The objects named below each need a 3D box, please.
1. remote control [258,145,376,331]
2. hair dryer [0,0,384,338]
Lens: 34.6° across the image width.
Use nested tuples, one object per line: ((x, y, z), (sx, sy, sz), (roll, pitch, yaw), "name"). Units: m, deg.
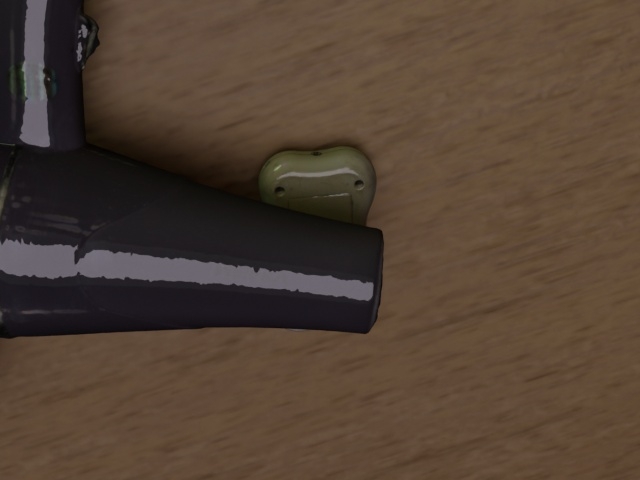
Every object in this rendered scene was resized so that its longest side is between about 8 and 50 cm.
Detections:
((0.000, 0.000, 0.650), (0.074, 0.032, 0.122), (-4, 116, -4), "remote control")
((-0.100, -0.112, 0.549), (0.301, 0.121, 0.361), (7, 107, -2), "hair dryer")
